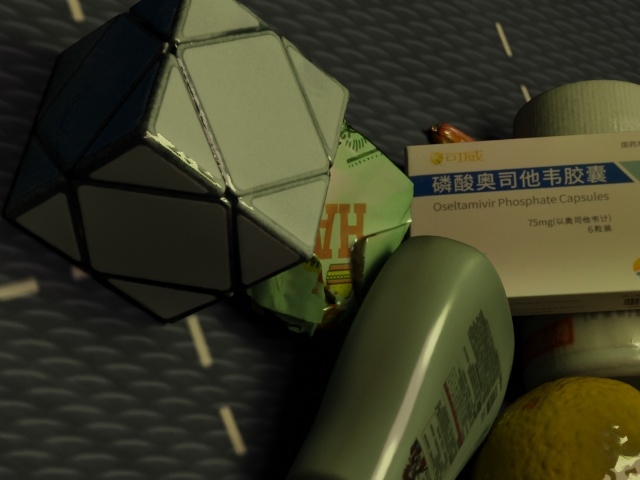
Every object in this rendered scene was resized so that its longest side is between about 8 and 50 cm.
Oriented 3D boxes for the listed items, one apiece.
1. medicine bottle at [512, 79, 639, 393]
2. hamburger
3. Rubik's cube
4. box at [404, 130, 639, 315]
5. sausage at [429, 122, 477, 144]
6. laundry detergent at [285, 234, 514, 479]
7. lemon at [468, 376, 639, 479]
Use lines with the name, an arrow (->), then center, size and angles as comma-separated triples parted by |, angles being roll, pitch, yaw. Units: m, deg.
medicine bottle -> 0.335, 0.015, 1.843 | 0.211, 0.211, 0.371 | 22, 57, -40
hamburger -> 0.003, 0.002, 1.561 | 0.235, 0.125, 0.214 | 50, 51, -49
Rubik's cube -> -0.124, -0.081, 1.398 | 0.207, 0.205, 0.205 | 37, 48, -29
box -> 0.267, -0.019, 1.716 | 0.065, 0.343, 0.200 | 74, 14, -63
sausage -> 0.170, -0.113, 1.866 | 0.107, 0.031, 0.031 | 29, 52, -36
laundry detergent -> 0.062, 0.214, 1.492 | 0.398, 0.124, 0.264 | -59, 149, -36
lemon -> 0.274, 0.255, 1.631 | 0.228, 0.253, 0.228 | 14, 44, -13
